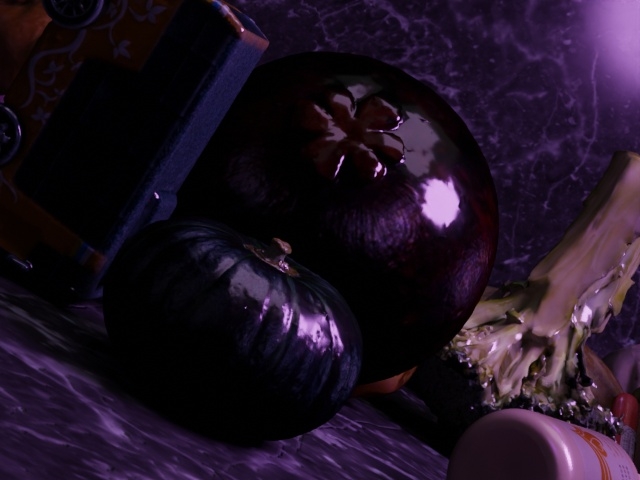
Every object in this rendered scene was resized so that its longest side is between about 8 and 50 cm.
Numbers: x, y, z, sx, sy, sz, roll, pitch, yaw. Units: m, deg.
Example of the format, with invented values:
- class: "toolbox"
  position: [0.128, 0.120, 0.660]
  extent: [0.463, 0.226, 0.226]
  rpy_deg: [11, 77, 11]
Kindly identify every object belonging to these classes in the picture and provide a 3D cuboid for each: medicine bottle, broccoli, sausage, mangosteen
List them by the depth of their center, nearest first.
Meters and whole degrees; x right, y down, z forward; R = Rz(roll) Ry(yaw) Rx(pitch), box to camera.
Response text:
- class: "medicine bottle"
  position: [0.207, 0.212, 1.392]
  extent: [0.114, 0.114, 0.252]
  rpy_deg: [33, 6, 33]
- class: "mangosteen"
  position: [0.008, -0.005, 1.502]
  extent: [0.307, 0.307, 0.347]
  rpy_deg: [31, -25, 11]
- class: "sausage"
  position: [0.292, 0.226, 1.621]
  extent: [0.034, 0.034, 0.253]
  rpy_deg: [30, 35, -6]
- class: "broccoli"
  position: [0.227, 0.058, 1.683]
  extent: [0.252, 0.361, 0.221]
  rpy_deg: [-8, -44, 43]

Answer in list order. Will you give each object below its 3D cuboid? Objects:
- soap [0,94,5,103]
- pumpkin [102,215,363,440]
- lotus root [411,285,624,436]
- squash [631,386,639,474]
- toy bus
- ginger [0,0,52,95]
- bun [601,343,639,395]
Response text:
- class: "soap"
  position: [-0.363, -0.126, 1.714]
  extent: [0.122, 0.065, 0.203]
  rpy_deg: [30, 5, -6]
- class: "pumpkin"
  position: [-0.063, 0.060, 1.212]
  extent: [0.202, 0.140, 0.202]
  rpy_deg: [27, 7, -3]
- class: "lotus root"
  position: [0.241, 0.169, 1.854]
  extent: [0.309, 0.173, 0.173]
  rpy_deg: [40, 8, 19]
- class: "squash"
  position: [0.500, 0.267, 1.674]
  extent: [0.384, 0.263, 0.263]
  rpy_deg: [29, 5, -8]
- class: "toy bus"
  position: [-0.175, -0.094, 1.326]
  extent: [0.167, 0.275, 0.138]
  rpy_deg: [34, 5, 5]
- class: "ginger"
  position: [-0.312, -0.188, 1.904]
  extent: [0.269, 0.200, 0.223]
  rpy_deg: [-8, 42, -2]
- class: "bun"
  position: [0.430, 0.261, 1.991]
  extent: [0.263, 0.175, 0.263]
  rpy_deg: [21, -33, 14]
